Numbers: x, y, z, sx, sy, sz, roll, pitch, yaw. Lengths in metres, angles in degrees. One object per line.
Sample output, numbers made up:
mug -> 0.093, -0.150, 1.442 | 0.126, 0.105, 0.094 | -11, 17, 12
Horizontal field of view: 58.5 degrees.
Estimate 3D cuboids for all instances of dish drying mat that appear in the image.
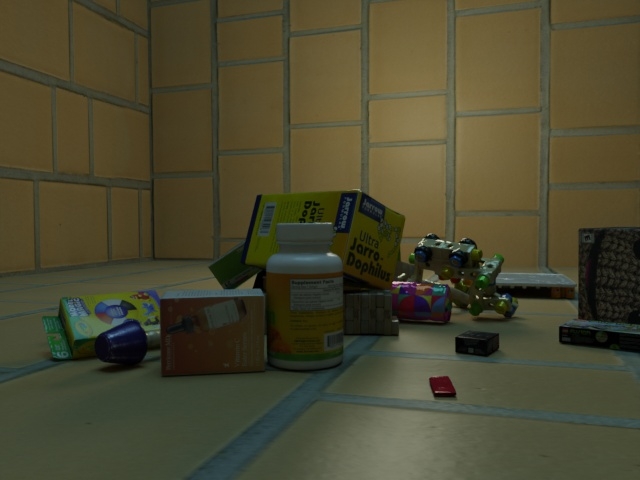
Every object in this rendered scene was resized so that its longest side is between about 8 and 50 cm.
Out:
dish drying mat -> 0.180, 0.215, 0.845 | 0.032, 0.008, 0.083 | -1, 3, 5

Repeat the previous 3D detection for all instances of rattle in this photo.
rattle -> 0.350, 0.102, 1.644 | 0.199, 0.143, 0.130 | 23, 9, 12

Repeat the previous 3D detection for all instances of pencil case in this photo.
pencil case -> 0.210, 0.156, 1.434 | 0.236, 0.105, 0.104 | -2, 1, 22

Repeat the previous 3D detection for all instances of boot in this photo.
boot -> -0.141, 0.141, 1.726 | 0.115, 0.113, 0.305 | 14, -8, -15

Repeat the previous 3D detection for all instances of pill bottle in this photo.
pill bottle -> -0.028, 0.092, 1.010 | 0.136, 0.246, 0.136 | 0, 1, 0

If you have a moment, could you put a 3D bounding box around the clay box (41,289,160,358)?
clay box -> -0.414, 0.161, 1.120 | 0.221, 0.053, 0.127 | -1, 34, -38

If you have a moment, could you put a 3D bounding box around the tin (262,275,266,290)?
tin -> -0.058, 0.099, 1.303 | 0.106, 0.040, 0.189 | 3, -2, -37

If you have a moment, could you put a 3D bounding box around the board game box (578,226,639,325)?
board game box -> 0.739, 0.087, 1.268 | 0.141, 0.232, 0.291 | -2, 2, -25

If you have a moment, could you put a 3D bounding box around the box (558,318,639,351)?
box -> 0.595, 0.189, 1.133 | 0.206, 0.036, 0.114 | 1, 2, 38

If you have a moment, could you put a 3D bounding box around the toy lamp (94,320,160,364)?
toy lamp -> -0.286, 0.179, 1.066 | 0.080, 0.080, 0.274 | 1, 1, 37

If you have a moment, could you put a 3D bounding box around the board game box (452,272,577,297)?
board game box -> 0.676, 0.155, 2.033 | 0.389, 0.051, 0.390 | 0, 1, 17

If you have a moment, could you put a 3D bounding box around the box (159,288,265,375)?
box -> -0.182, 0.153, 0.973 | 0.170, 0.130, 0.091 | -1, 3, -10

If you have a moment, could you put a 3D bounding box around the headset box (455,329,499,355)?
headset box -> 0.302, 0.195, 1.093 | 0.062, 0.032, 0.083 | 1, 4, 35

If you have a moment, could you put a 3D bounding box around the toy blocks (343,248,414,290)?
toy blocks -> 0.107, 0.118, 1.717 | 0.260, 0.191, 0.381 | -10, -15, 37

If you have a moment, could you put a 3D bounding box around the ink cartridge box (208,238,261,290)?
ink cartridge box -> -0.245, 0.077, 1.628 | 0.188, 0.097, 0.255 | -30, 6, 38

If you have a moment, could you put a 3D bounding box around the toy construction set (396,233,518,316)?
toy construction set -> 0.344, 0.102, 1.503 | 0.327, 0.215, 0.151 | -2, 33, 26

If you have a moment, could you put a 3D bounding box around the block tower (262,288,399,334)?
block tower -> 0.008, 0.160, 1.297 | 0.335, 0.097, 0.091 | 1, 2, 5

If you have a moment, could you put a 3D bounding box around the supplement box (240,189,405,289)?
supplement box -> 0.000, 0.000, 1.426 | 0.356, 0.196, 0.194 | 2, -16, 44
